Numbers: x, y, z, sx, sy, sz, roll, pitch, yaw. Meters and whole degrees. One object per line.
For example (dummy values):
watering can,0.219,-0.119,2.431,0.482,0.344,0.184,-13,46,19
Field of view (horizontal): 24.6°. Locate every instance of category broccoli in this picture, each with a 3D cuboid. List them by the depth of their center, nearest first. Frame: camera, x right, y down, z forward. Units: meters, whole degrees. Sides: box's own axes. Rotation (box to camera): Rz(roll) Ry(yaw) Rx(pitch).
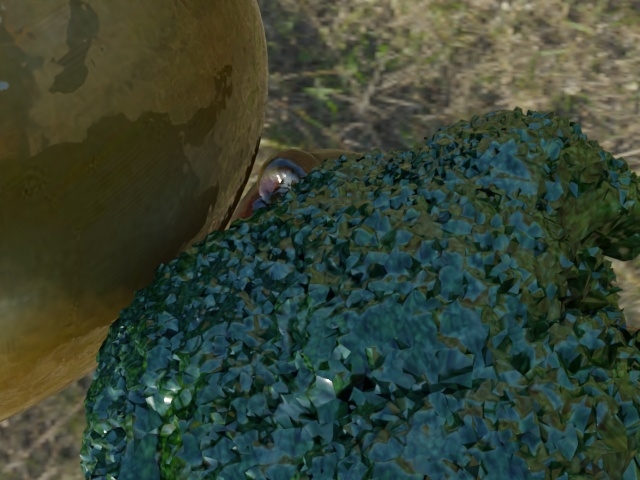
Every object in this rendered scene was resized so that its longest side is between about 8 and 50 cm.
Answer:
broccoli,0.040,0.096,0.580,0.275,0.308,0.308,39,116,0

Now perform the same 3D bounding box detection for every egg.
egg,-0.188,-0.054,0.680,0.282,0.351,0.283,45,154,29

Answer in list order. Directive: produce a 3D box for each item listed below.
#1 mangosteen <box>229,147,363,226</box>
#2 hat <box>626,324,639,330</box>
mangosteen,0.000,0.000,1.035,0.152,0.152,0.153,3,95,35
hat,0.194,0.105,0.865,0.162,0.112,0.094,22,135,65
